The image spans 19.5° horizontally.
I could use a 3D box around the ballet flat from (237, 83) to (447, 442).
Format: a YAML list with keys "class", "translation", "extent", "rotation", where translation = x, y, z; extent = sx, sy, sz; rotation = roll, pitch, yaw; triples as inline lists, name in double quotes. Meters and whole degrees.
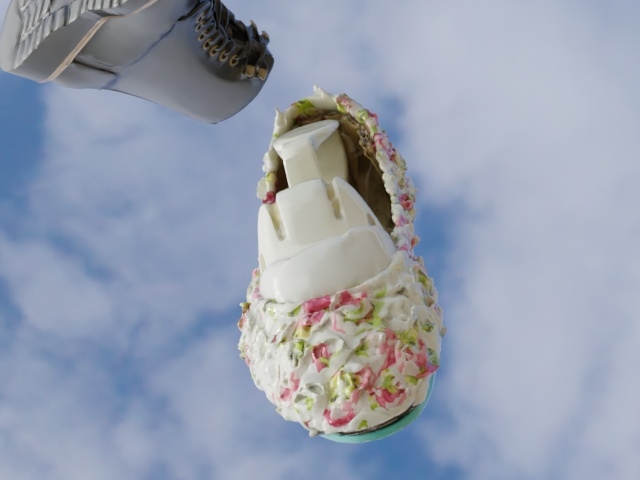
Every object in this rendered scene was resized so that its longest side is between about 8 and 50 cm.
- class: "ballet flat"
  translation: [0.000, 0.000, 0.788]
  extent: [0.091, 0.241, 0.077]
  rotation: [-19, -68, 4]

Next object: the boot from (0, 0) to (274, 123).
- class: "boot"
  translation: [-0.058, -0.121, 0.943]
  extent: [0.137, 0.198, 0.077]
  rotation: [17, -112, -32]
